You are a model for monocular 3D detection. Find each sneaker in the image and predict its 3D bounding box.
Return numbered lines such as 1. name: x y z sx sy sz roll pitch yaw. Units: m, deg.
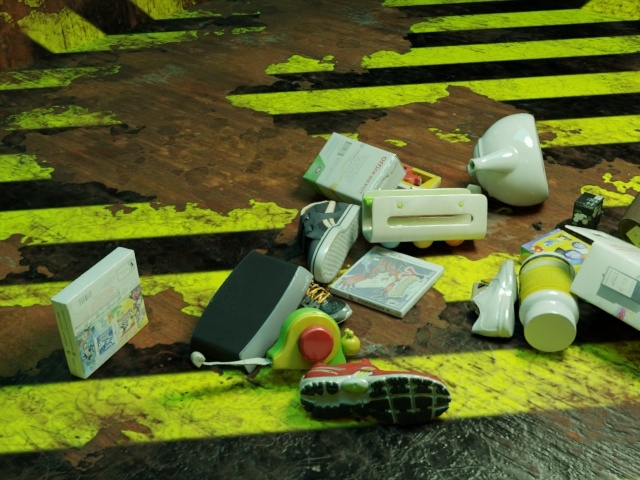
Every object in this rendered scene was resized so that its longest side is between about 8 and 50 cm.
1. sneaker: 0.364 0.118 1.811 0.094 0.080 0.212 -6 36 24
2. sneaker: -0.030 0.118 1.831 0.215 0.083 0.084 18 36 27
3. sneaker: 0.000 0.000 1.981 0.128 0.126 0.321 11 24 13
4. sneaker: 0.101 0.261 1.580 0.279 0.107 0.118 3 26 7

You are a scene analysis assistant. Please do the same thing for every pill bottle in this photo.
1. pill bottle: 0.465 0.124 1.755 0.119 0.119 0.208 4 32 10

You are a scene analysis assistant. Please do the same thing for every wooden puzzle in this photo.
1. wooden puzzle: 0.368 0.113 1.878 0.079 0.014 0.116 1 33 6

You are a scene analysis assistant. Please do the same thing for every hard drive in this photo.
1. hard drive: -0.145 0.136 1.761 0.172 0.054 0.254 18 59 28

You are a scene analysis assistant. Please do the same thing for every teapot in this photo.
1. teapot: 0.468 -0.195 2.180 0.187 0.256 0.252 -11 44 17

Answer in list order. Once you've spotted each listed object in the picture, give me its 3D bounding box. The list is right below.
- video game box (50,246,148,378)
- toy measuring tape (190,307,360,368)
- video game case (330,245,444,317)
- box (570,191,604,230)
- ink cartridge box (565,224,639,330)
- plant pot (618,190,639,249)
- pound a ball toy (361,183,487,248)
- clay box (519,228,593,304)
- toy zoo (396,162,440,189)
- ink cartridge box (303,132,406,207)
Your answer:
1. video game box: -0.437 0.142 1.720 0.048 0.187 0.205 11 34 27
2. toy measuring tape: -0.080 0.186 1.644 0.330 0.121 0.121 2 30 -16
3. video game case: 0.151 0.088 1.923 0.183 0.023 0.201 18 37 29
4. box: 0.645 -0.064 2.077 0.052 0.083 0.062 22 39 31
5. ink cartridge box: 0.643 0.100 1.695 0.207 0.119 0.353 6 22 -48
6. plant pot: 0.809 -0.062 1.980 0.230 0.215 0.215 -33 41 -18
7. pound a ball toy: 0.259 -0.056 2.065 0.319 0.135 0.208 -1 11 -9
8. clay box: 0.570 0.057 1.917 0.127 0.053 0.222 -22 37 -28
9. toy zoo: 0.184 -0.154 2.298 0.293 0.030 0.192 26 41 36
10. ink cartridge box: 0.089 -0.169 2.215 0.212 0.093 0.154 24 74 38
